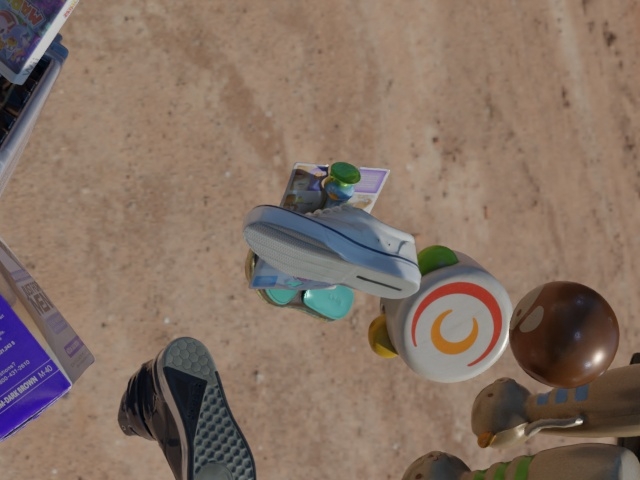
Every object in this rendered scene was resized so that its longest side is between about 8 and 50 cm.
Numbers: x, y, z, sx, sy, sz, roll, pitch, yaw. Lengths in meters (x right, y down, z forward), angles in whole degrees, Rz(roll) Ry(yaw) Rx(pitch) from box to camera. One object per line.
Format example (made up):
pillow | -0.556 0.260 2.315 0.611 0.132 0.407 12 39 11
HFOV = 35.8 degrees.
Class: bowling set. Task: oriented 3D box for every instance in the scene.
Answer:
bowling set | 0.117 0.122 0.545 0.287 0.154 0.199 -22 95 -54

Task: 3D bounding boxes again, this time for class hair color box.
hair color box | -0.407 0.046 1.122 0.110 0.185 0.339 -38 96 -2

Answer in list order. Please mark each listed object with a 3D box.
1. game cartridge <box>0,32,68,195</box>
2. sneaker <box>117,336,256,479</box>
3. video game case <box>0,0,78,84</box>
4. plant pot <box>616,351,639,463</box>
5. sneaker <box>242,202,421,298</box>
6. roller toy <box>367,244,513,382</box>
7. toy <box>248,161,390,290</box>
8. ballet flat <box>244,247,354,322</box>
game cartridge | -0.302 -0.053 0.862 0.060 0.196 0.294 23 29 -14
sneaker | -0.155 0.235 1.124 0.086 0.163 0.226 -7 75 -35
video game case | -0.145 -0.151 0.485 0.122 0.087 0.011 -52 168 12
plant pot | 0.366 0.240 0.926 0.167 0.188 0.187 -57 141 -28
sneaker | 0.014 -0.001 1.248 0.258 0.094 0.091 22 51 -31
roller toy | 0.194 0.117 1.567 0.191 0.146 0.209 23 100 -15
toy | 0.000 0.000 1.341 0.137 0.056 0.237 2 132 -23
ballet flat | -0.060 0.058 1.709 0.348 0.123 0.123 35 61 -58
